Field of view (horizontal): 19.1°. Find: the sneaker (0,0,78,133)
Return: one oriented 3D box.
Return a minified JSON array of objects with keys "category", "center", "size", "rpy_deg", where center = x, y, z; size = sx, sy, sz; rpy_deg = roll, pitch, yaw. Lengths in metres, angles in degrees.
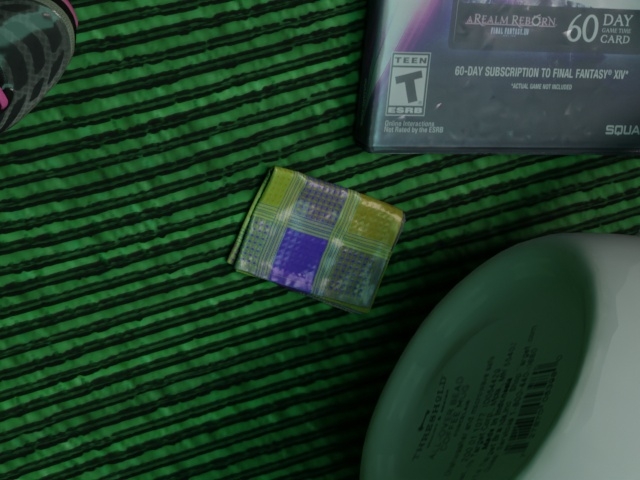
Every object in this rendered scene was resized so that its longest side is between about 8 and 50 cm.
[{"category":"sneaker","center":[-0.175,-0.052,0.835],"size":[0.170,0.075,0.063],"rpy_deg":[-33,115,-10]}]

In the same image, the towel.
[{"category":"towel","center":[0.000,0.000,0.959],"size":[0.083,0.009,0.060],"rpy_deg":[21,98,-26]}]

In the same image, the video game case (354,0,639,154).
[{"category":"video game case","center":[0.122,-0.178,0.947],"size":[0.196,0.026,0.274],"rpy_deg":[-1,107,-22]}]

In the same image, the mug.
[{"category":"mug","center":[0.217,0.109,0.949],"size":[0.328,0.276,0.374],"rpy_deg":[33,78,-23]}]
